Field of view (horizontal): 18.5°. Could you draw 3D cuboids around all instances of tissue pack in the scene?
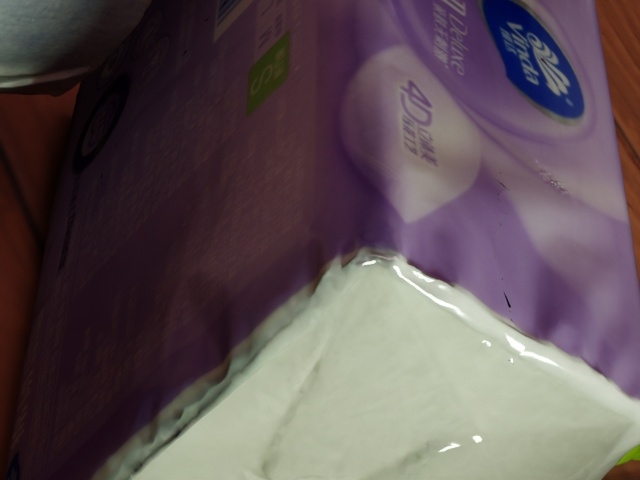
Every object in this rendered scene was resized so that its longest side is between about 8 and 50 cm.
[{"bbox_3d":[0.000,0.000,0.796,0.160,0.242,0.338,29,36,-23],"label":"tissue pack"}]

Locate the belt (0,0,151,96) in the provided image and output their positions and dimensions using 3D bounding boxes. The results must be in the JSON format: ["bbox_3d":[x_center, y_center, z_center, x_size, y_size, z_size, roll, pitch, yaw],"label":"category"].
[{"bbox_3d":[-0.199,-0.214,0.869,0.117,0.212,0.347,0,47,-45],"label":"belt"}]

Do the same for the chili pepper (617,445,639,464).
[{"bbox_3d":[0.113,0.089,0.977,0.201,0.050,0.052,7,31,-38],"label":"chili pepper"}]
